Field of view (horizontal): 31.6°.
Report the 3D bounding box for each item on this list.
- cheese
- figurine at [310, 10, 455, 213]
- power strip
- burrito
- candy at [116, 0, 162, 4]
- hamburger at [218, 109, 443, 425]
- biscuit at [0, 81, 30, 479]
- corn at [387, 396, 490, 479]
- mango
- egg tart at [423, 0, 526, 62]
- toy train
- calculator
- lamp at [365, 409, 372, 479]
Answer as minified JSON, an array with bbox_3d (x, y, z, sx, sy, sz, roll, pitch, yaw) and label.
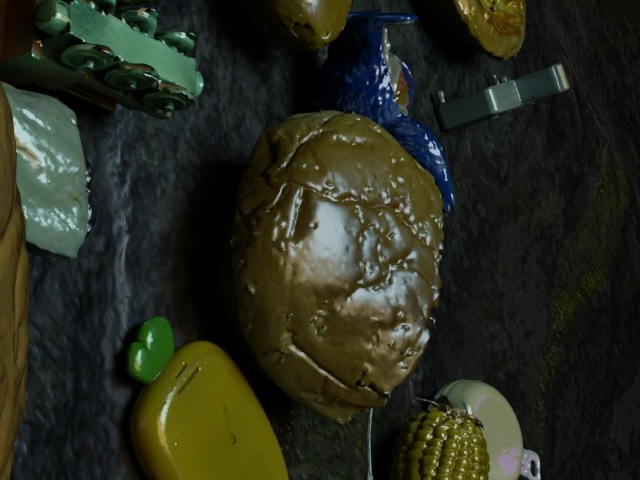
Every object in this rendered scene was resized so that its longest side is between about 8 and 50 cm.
[{"bbox_3d":[0.204,0.246,1.337,0.227,0.064,0.137,31,55,-44],"label":"cheese"},{"bbox_3d":[0.054,-0.125,1.236,0.120,0.164,0.262,-13,92,-14],"label":"figurine"},{"bbox_3d":[0.262,-0.207,1.550,0.215,0.145,0.061,-27,100,-57],"label":"power strip"},{"bbox_3d":[-0.260,-0.064,0.775,0.229,0.089,0.144,21,45,-52],"label":"burrito"},{"bbox_3d":[-0.149,-0.256,1.017,0.209,0.096,0.097,-34,104,-52],"label":"candy"},{"bbox_3d":[0.000,0.000,1.059,0.211,0.132,0.309,35,54,-29],"label":"hamburger"},{"bbox_3d":[-0.202,0.089,0.643,0.269,0.051,0.376,-96,-167,-63],"label":"biscuit"},{"bbox_3d":[0.107,0.308,1.129,0.106,0.106,0.305,44,45,-37],"label":"corn"},{"bbox_3d":[-0.017,-0.307,1.184,0.151,0.156,0.249,87,2,-63],"label":"mango"},{"bbox_3d":[0.206,-0.356,1.573,0.241,0.106,0.241,24,60,-49],"label":"egg tart"},{"bbox_3d":[-0.178,-0.146,0.910,0.176,0.118,0.074,22,64,-55],"label":"toy train"},{"bbox_3d":[-0.094,0.170,0.960,0.235,0.032,0.146,62,34,-20],"label":"calculator"},{"bbox_3d":[0.042,0.189,1.138,0.056,0.050,0.198,38,45,-46],"label":"lamp"}]
